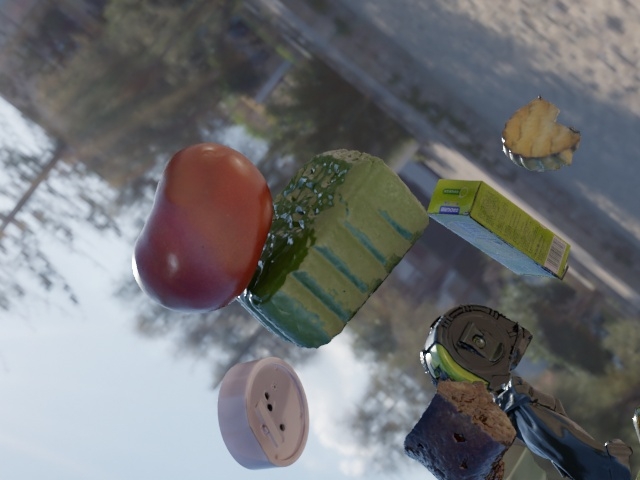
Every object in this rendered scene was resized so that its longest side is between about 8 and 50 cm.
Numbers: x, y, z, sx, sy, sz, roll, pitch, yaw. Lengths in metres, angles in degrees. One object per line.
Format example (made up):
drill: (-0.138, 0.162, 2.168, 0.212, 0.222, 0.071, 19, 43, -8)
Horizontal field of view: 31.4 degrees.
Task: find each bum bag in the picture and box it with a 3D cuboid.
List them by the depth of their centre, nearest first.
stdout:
bum bag: (0.391, 0.317, 1.800, 0.326, 0.080, 0.142, 37, 142, 40)

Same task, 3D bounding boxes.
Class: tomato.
tomato: (-0.128, -0.011, 1.280, 0.136, 0.195, 0.195, 21, -173, -4)

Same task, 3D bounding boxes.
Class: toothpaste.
toothpaste: (0.352, -0.019, 2.208, 0.327, 0.077, 0.110, 30, 165, -39)

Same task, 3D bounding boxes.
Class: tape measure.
tape measure: (0.291, 0.215, 2.181, 0.186, 0.199, 0.112, 26, 149, 3)

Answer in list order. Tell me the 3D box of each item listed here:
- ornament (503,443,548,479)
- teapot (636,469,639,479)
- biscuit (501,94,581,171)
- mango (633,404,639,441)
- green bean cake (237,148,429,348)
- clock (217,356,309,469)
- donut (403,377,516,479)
ornament: (0.341, 0.431, 1.820, 0.285, 0.120, 0.130, 39, 158, -23)
teapot: (0.656, 0.456, 1.868, 0.239, 0.239, 0.321, 19, -128, -45)
biscuit: (0.368, -0.168, 1.917, 0.061, 0.118, 0.183, 54, -170, -35)
mango: (0.549, 0.321, 1.740, 0.089, 0.115, 0.165, 21, -125, -58)
green bean cake: (0.000, 0.000, 1.397, 0.125, 0.248, 0.222, 46, 173, -20)
clock: (-0.100, 0.311, 2.046, 0.197, 0.068, 0.196, 29, -125, -51)
donut: (0.184, 0.275, 1.520, 0.144, 0.186, 0.126, -13, -133, -47)
